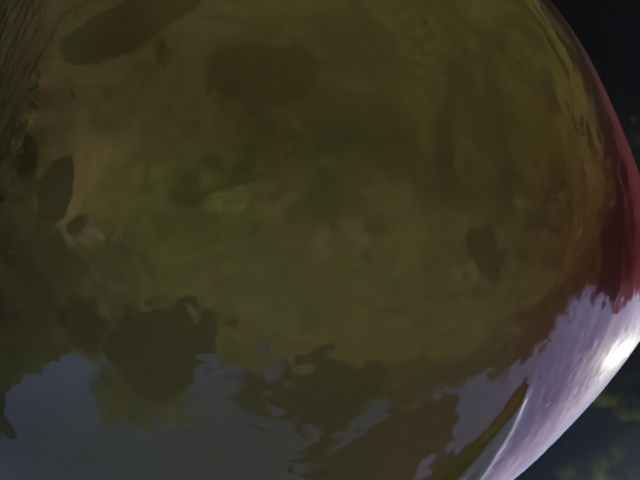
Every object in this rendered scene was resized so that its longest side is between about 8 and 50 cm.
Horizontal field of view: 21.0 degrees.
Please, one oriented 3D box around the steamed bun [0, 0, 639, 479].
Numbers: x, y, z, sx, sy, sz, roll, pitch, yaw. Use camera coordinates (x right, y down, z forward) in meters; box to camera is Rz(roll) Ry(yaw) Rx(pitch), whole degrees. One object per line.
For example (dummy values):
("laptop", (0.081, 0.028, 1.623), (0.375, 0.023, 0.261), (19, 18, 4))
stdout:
("steamed bun", (0.000, 0.000, 0.685), (0.309, 0.309, 0.309), (-8, -164, 2))
